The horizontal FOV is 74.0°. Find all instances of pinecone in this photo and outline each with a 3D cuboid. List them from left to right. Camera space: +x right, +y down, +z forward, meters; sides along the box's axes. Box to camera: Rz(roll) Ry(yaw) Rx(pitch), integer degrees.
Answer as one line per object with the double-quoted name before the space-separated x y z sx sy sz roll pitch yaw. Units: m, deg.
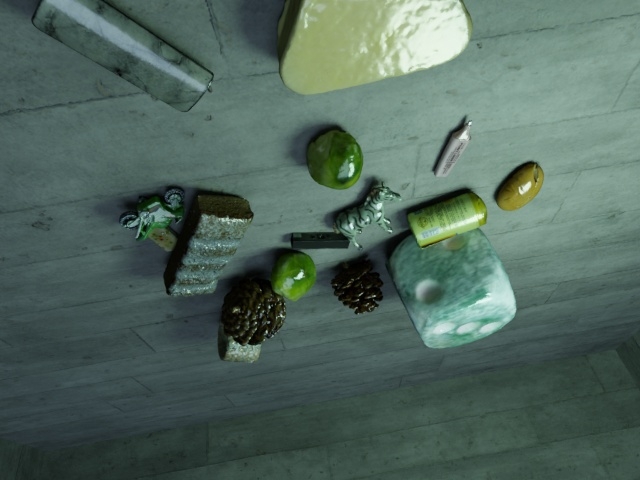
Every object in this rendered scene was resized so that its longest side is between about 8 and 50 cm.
"pinecone" -0.234 0.248 1.528 0.244 0.243 0.257 -25 -176 18
"pinecone" 0.147 0.177 1.568 0.186 0.168 0.212 -17 133 33

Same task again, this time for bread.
"bread" -0.474 -0.016 1.268 0.068 0.028 0.153 -19 145 8
"bread" -0.345 0.028 1.270 0.165 0.113 0.416 -3 146 -36
"bread" 0.624 -0.154 1.322 0.114 0.077 0.189 3 145 -11

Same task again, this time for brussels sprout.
"brussels sprout" -0.090 0.119 1.445 0.144 0.161 0.180 18 157 13
"brussels sprout" 0.040 -0.192 1.079 0.149 0.122 0.151 -29 141 20

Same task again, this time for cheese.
"cheese" 0.059 -0.418 0.796 0.384 0.104 0.384 -7 144 -5

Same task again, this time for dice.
"dice" 0.438 0.158 1.464 0.348 0.330 0.328 -22 142 11

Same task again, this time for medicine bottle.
"medicine bottle" 0.403 -0.067 1.343 0.239 0.124 0.124 -20 143 11

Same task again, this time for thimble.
"thimble" -0.325 0.383 1.679 0.148 0.229 0.195 6 113 -21

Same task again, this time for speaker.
"speaker" 0.000 0.000 1.398 0.191 0.040 0.046 0 140 -13

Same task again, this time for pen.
"pen" 0.368 -0.249 1.162 0.053 0.032 0.197 -1 144 -12

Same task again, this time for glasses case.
"glasses case" -0.358 -0.362 0.802 0.299 0.060 0.114 25 132 -38

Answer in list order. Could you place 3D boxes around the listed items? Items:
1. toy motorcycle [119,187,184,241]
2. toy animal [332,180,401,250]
"toy motorcycle" -0.446 -0.071 1.160 0.190 0.074 0.106 -28 138 -1
"toy animal" 0.159 -0.073 1.309 0.170 0.089 0.255 24 129 -32
